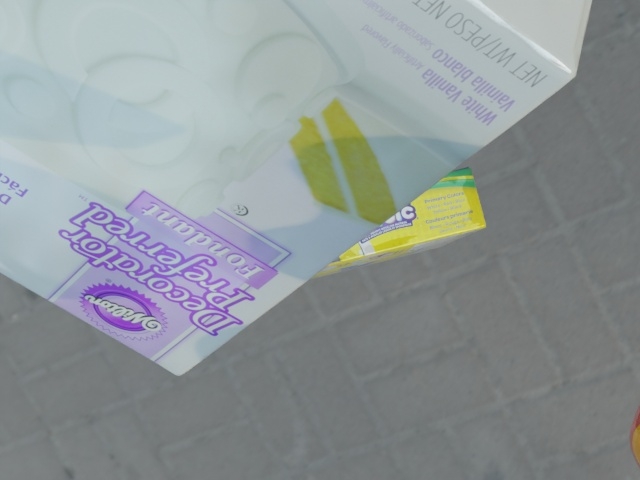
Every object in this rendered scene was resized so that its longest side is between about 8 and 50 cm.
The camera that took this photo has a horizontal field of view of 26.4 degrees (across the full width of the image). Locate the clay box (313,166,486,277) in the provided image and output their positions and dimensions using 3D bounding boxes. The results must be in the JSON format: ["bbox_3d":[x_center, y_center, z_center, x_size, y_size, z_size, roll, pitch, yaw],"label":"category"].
[{"bbox_3d":[0.000,0.000,1.040,0.222,0.127,0.053,-12,85,-13],"label":"clay box"}]

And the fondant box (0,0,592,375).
[{"bbox_3d":[-0.071,-0.085,0.631,0.238,0.096,0.330,33,140,-17],"label":"fondant box"}]

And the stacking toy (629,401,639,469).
[{"bbox_3d":[0.199,0.076,0.479,0.309,0.280,0.130,-21,72,45],"label":"stacking toy"}]
